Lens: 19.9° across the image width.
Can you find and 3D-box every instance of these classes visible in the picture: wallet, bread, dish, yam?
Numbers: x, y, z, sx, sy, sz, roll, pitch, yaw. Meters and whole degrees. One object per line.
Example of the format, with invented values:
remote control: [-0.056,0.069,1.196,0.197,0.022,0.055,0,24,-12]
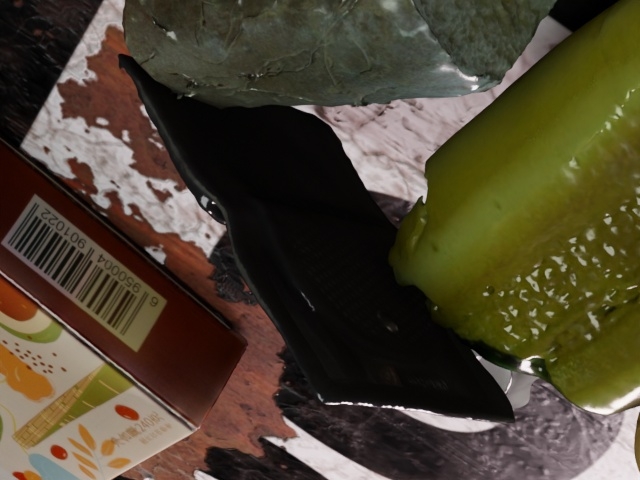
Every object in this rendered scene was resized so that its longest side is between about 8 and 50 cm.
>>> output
wallet: [0.000,0.000,1.327,0.041,0.323,0.247,-46,147,21]
bread: [0.247,-0.046,1.249,0.251,0.208,0.376,43,139,-6]
dish: [0.154,0.113,1.602,0.091,0.039,0.137,16,137,15]
yam: [0.003,-0.199,1.246,0.271,0.202,0.201,-9,127,42]

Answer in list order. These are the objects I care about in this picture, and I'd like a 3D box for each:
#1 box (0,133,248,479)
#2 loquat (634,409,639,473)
box: [-0.320,0.098,1.795,0.344,0.122,0.385,41,139,-14]
loquat: [0.351,0.170,1.429,0.213,0.213,0.213,16,139,15]
